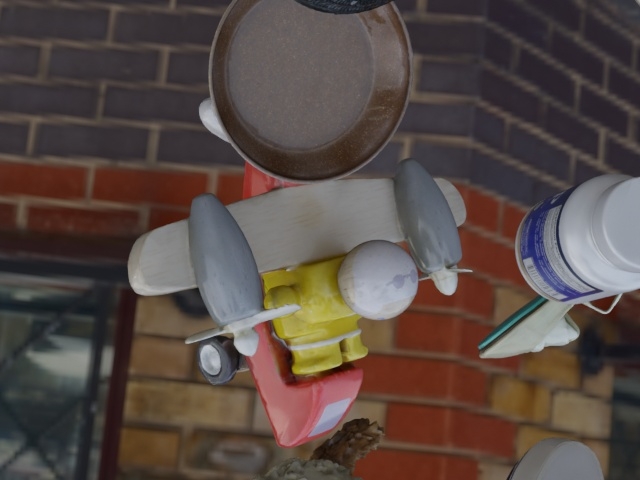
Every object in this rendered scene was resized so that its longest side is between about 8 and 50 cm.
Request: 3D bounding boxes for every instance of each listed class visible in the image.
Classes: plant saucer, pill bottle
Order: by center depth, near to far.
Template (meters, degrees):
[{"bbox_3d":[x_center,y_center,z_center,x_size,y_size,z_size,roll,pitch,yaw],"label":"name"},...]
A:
[{"bbox_3d":[-0.012,-0.151,1.329,0.199,0.198,0.036,11,-175,-27],"label":"plant saucer"},{"bbox_3d":[0.265,-0.003,1.404,0.112,0.112,0.187,8,170,-13],"label":"pill bottle"}]

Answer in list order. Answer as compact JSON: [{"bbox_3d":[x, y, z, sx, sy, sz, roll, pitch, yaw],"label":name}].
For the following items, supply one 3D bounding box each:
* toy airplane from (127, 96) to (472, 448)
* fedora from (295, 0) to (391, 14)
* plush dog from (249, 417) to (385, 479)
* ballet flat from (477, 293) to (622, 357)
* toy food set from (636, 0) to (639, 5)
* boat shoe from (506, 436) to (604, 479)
[{"bbox_3d":[0.000,0.000,1.656,0.272,0.386,0.384,15,153,44],"label":"toy airplane"},{"bbox_3d":[0.019,-0.341,1.165,0.153,0.334,0.334,28,-178,32],"label":"fedora"},{"bbox_3d":[0.032,0.257,1.013,0.225,0.211,0.262,42,153,19],"label":"plush dog"},{"bbox_3d":[0.299,0.073,1.782,0.086,0.248,0.086,46,180,0],"label":"ballet flat"},{"bbox_3d":[0.372,-0.298,1.519,0.219,0.092,0.306,49,175,-26],"label":"toy food set"},{"bbox_3d":[0.127,0.325,1.250,0.127,0.340,0.158,25,164,-37],"label":"boat shoe"}]
